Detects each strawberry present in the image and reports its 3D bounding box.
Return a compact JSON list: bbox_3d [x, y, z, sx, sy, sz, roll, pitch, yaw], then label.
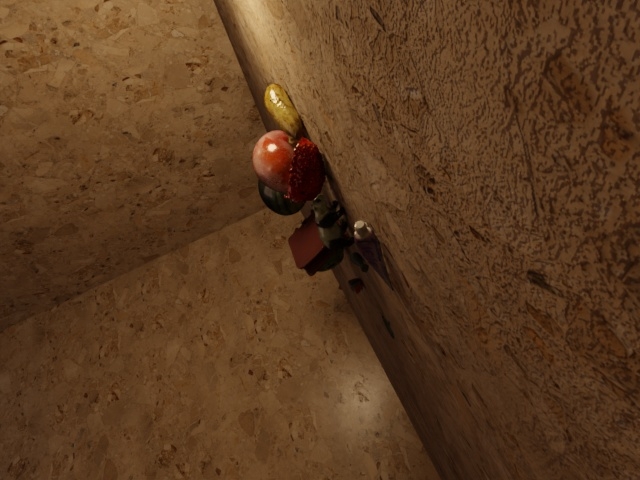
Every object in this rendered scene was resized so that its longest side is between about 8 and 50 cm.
[{"bbox_3d":[-0.043,-0.230,1.464,0.106,0.188,0.286,25,149,10],"label":"strawberry"}]

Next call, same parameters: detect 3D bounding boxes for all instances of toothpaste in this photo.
[{"bbox_3d":[0.159,0.047,1.208,0.075,0.048,0.301,25,157,39],"label":"toothpaste"}]

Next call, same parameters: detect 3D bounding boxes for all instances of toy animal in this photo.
[{"bbox_3d":[0.039,-0.069,1.544,0.094,0.121,0.225,-121,8,-61],"label":"toy animal"}]

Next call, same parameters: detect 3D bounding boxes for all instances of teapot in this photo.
[{"bbox_3d":[0.155,0.086,1.602,0.043,0.043,0.111,67,172,-29],"label":"teapot"}]

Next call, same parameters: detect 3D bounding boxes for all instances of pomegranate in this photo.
[{"bbox_3d":[0.000,0.000,1.968,0.236,0.236,0.302,77,179,-73],"label":"pomegranate"}]

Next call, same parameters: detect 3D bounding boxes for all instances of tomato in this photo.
[{"bbox_3d":[-0.171,-0.326,1.754,0.270,0.227,0.270,44,-159,-22],"label":"tomato"}]

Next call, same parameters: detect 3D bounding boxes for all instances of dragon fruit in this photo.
[{"bbox_3d":[0.178,0.220,1.983,0.056,0.060,0.083,65,167,-21],"label":"dragon fruit"}]

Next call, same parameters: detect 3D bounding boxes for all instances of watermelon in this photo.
[{"bbox_3d":[-0.211,-0.303,2.308,0.359,0.279,0.279,80,166,-56],"label":"watermelon"}]

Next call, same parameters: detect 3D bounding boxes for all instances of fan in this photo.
[{"bbox_3d":[0.294,0.372,1.776,0.175,0.005,0.113,74,170,-67],"label":"fan"}]

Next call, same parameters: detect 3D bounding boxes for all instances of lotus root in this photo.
[{"bbox_3d":[-0.143,-0.489,1.544,0.258,0.097,0.110,60,172,19],"label":"lotus root"}]

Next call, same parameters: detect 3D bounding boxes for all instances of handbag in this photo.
[{"bbox_3d":[-0.021,-0.011,1.760,0.084,0.260,0.275,33,-162,-33],"label":"handbag"}]

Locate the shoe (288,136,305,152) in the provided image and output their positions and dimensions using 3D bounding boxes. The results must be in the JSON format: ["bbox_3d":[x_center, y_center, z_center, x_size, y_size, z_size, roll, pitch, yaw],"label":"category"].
[{"bbox_3d":[-0.079,-0.373,1.614,0.069,0.072,0.109,-55,-46,-49],"label":"shoe"}]

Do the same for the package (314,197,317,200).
[{"bbox_3d":[-0.001,-0.179,2.085,0.108,0.031,0.121,62,-179,43],"label":"package"}]
